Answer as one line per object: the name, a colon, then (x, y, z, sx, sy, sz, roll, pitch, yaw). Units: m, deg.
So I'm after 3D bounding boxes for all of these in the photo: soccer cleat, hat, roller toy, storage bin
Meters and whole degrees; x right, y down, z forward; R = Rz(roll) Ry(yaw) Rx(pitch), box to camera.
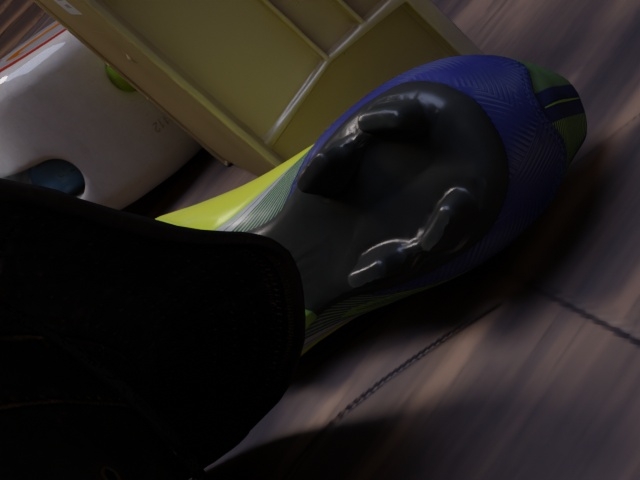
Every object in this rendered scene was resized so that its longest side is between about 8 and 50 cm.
soccer cleat: (0.001, 0.001, 0.541, 0.121, 0.093, 0.289, -23, -3, -44)
hat: (-0.129, 0.125, 0.370, 0.331, 0.331, 0.134, -38, 61, 16)
roller toy: (-0.179, -0.102, 0.927, 0.191, 0.146, 0.209, -33, 20, 0)
storage bin: (-0.077, -0.151, 0.689, 0.123, 0.260, 0.262, -50, 22, -3)
